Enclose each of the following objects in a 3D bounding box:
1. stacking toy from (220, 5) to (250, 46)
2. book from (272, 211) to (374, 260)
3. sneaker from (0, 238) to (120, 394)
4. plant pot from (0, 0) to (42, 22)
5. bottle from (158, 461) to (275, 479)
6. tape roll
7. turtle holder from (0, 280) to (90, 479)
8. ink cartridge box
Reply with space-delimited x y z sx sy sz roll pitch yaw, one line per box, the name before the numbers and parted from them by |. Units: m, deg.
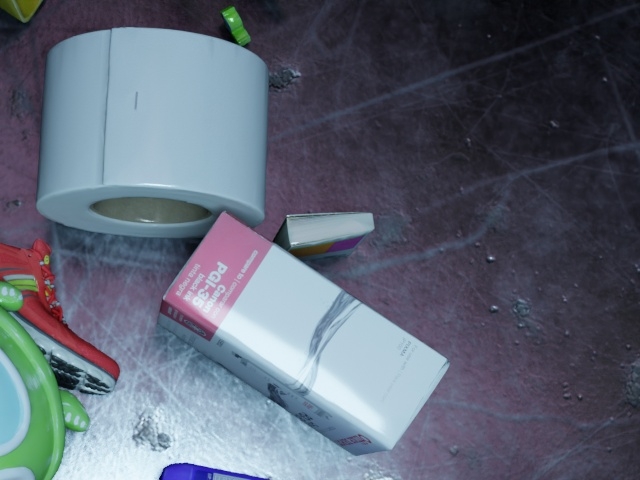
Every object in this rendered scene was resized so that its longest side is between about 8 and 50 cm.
stacking toy | -0.052 -0.339 1.494 0.167 0.221 0.052 -30 48 -12
book | 0.000 0.000 1.453 0.096 0.144 0.035 -6 79 -12
sneaker | -0.320 0.058 1.410 0.279 0.107 0.118 39 62 -4
plant pot | -0.379 -0.412 1.453 0.187 0.212 0.212 27 75 9
bottle | -0.044 0.321 1.403 0.282 0.092 0.118 12 71 -8
tape roll | -0.178 -0.108 1.394 0.246 0.246 0.169 4 77 -9
turtle holder | -0.399 0.148 1.260 0.243 0.227 0.320 -9 102 23
ink cartridge box | -0.026 0.108 1.392 0.283 0.207 0.117 34 76 -1
